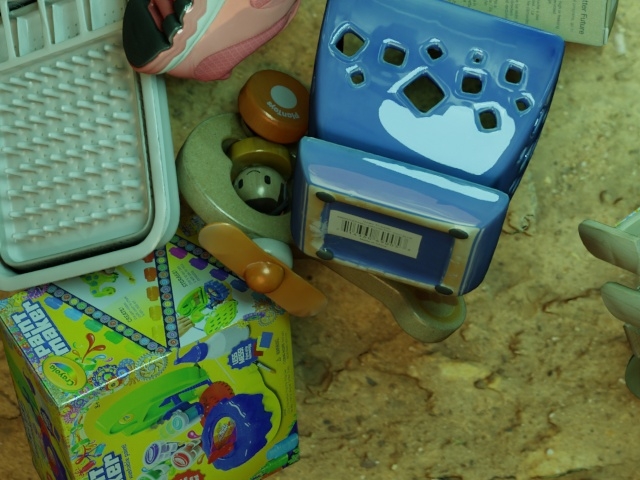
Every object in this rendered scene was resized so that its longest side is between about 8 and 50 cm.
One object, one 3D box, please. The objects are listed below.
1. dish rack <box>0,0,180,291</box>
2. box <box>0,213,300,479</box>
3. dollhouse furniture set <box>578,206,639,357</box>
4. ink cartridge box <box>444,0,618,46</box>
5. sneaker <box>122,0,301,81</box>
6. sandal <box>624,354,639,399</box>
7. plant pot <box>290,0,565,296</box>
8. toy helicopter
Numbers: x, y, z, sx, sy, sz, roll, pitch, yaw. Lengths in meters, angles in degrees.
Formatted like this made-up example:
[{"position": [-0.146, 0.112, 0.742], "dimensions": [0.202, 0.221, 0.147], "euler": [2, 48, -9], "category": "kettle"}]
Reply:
[{"position": [-0.265, -0.124, 1.868], "dimensions": [0.285, 0.072, 0.333], "euler": [-13, 80, 35], "category": "dish rack"}, {"position": [-0.189, 0.164, 1.965], "dimensions": [0.177, 0.279, 0.290], "euler": [49, 155, 38], "category": "box"}, {"position": [0.368, 0.016, 1.730], "dimensions": [0.161, 0.212, 0.242], "euler": [27, 145, 56], "category": "dollhouse furniture set"}, {"position": [0.189, -0.312, 1.617], "dimensions": [0.193, 0.088, 0.235], "euler": [11, 129, 13], "category": "ink cartridge box"}, {"position": [-0.061, -0.276, 1.713], "dimensions": [0.136, 0.116, 0.314], "euler": [18, 127, -44], "category": "sneaker"}, {"position": [0.451, 0.199, 1.858], "dimensions": [0.302, 0.086, 0.120], "euler": [32, 138, 32], "category": "sandal"}, {"position": [0.089, -0.087, 1.693], "dimensions": [0.236, 0.212, 0.236], "euler": [16, 157, 4], "category": "plant pot"}, {"position": [0.000, 0.000, 1.840], "dimensions": [0.355, 0.235, 0.140], "euler": [35, 131, -6], "category": "toy helicopter"}]
